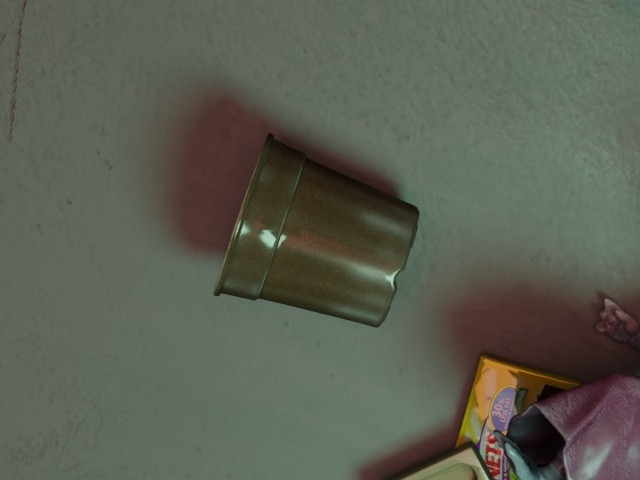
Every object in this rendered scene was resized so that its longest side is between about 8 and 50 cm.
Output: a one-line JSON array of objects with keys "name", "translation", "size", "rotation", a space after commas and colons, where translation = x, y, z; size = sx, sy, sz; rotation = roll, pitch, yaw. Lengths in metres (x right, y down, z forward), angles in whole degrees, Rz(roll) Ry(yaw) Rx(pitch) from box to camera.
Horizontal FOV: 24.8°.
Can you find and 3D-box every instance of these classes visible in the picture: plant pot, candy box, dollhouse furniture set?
[{"name": "plant pot", "translation": [0.000, 0.000, 1.412], "size": [0.165, 0.167, 0.167], "rotation": [18, 99, -3]}, {"name": "candy box", "translation": [0.185, 0.225, 1.470], "size": [0.105, 0.027, 0.205], "rotation": [16, 99, 10]}, {"name": "dollhouse furniture set", "translation": [0.140, 0.294, 1.408], "size": [0.144, 0.123, 0.151], "rotation": [-27, 93, 12]}]

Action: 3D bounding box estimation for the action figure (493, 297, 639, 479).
[{"name": "action figure", "translation": [0.345, 0.151, 1.308], "size": [0.370, 0.248, 0.275], "rotation": [-29, 77, -9]}]
